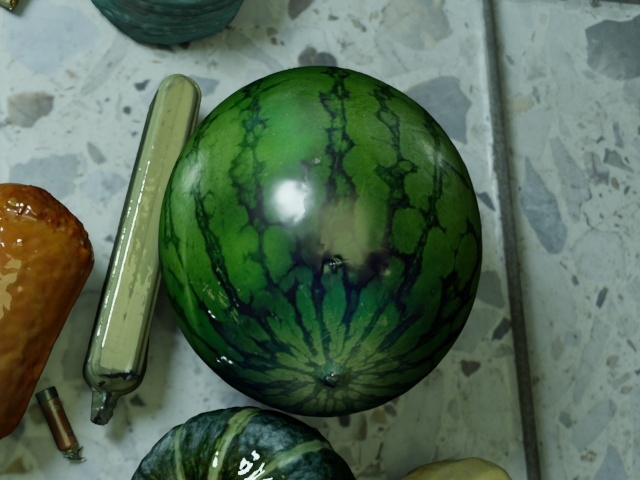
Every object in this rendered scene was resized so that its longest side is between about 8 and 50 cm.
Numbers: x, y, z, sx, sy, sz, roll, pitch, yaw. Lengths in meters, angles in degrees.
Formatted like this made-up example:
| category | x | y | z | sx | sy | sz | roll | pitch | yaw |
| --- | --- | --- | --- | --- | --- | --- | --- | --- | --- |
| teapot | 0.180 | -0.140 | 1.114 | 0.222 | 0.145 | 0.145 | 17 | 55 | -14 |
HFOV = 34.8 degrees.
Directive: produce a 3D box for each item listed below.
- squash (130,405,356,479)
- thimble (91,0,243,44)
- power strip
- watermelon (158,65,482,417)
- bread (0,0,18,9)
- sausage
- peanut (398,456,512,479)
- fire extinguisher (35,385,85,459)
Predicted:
| category | x | y | z | sx | sy | sz | roll | pitch | yaw |
| --- | --- | --- | --- | --- | --- | --- | --- | --- | --- |
| squash | -0.077 | 0.288 | 1.002 | 0.252 | 0.165 | 0.252 | -6 | 73 | 22 |
| thimble | -0.185 | -0.343 | 1.162 | 0.235 | 0.143 | 0.198 | 27 | 70 | -9 |
| power strip | -0.191 | 0.008 | 1.106 | 0.066 | 0.092 | 0.387 | 15 | 74 | -12 |
| watermelon | 0.000 | 0.000 | 1.036 | 0.363 | 0.363 | 0.363 | 4 | 77 | -17 |
| bread | -0.348 | -0.303 | 1.155 | 0.047 | 0.036 | 0.083 | 24 | 72 | 2 |
| sausage | -0.327 | 0.073 | 1.012 | 0.141 | 0.153 | 0.268 | 27 | 72 | -17 |
| peanut | 0.081 | 0.326 | 1.107 | 0.290 | 0.130 | 0.130 | -20 | 85 | -15 |
| fire extinguisher | -0.272 | 0.194 | 1.075 | 0.028 | 0.022 | 0.083 | -20 | 84 | -52 |
